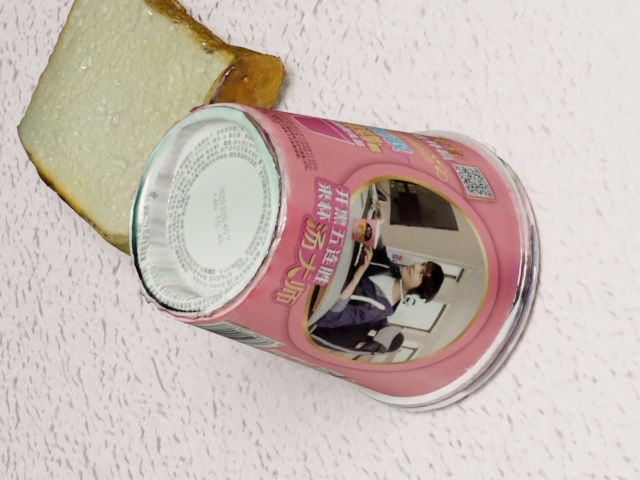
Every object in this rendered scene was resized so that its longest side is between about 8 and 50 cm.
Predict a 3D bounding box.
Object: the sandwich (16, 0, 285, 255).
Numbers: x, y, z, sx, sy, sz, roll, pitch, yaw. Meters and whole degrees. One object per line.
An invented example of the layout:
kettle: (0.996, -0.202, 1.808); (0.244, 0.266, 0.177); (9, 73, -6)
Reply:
sandwich: (-0.159, -0.116, 1.707); (0.251, 0.087, 0.226); (39, 106, 43)

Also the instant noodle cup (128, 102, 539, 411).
instant noodle cup: (0.000, 0.000, 1.424); (0.244, 0.255, 0.244); (-14, 69, 41)
